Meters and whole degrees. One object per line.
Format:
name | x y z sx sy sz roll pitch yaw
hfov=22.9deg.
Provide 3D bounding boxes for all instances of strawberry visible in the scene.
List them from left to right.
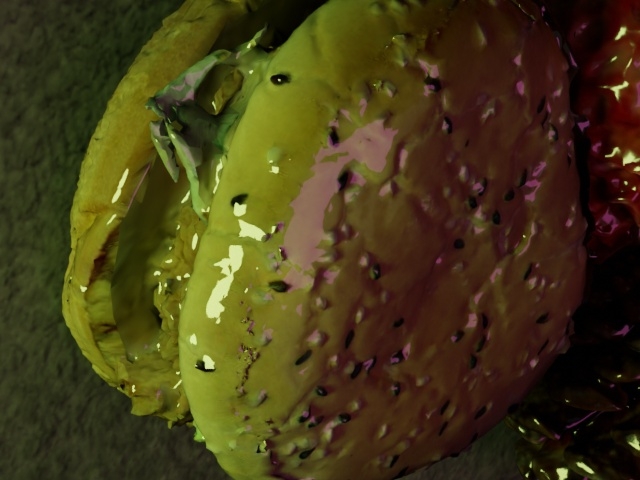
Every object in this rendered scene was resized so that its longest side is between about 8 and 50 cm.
strawberry | 0.149 -0.124 1.007 0.150 0.280 0.253 18 56 -22

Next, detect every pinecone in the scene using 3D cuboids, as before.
pinecone | 0.237 0.095 1.160 0.244 0.244 0.309 -35 145 -27

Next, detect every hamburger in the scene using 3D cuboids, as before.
hamburger | 0.000 0.000 0.902 0.277 0.195 0.318 -36 133 -29
